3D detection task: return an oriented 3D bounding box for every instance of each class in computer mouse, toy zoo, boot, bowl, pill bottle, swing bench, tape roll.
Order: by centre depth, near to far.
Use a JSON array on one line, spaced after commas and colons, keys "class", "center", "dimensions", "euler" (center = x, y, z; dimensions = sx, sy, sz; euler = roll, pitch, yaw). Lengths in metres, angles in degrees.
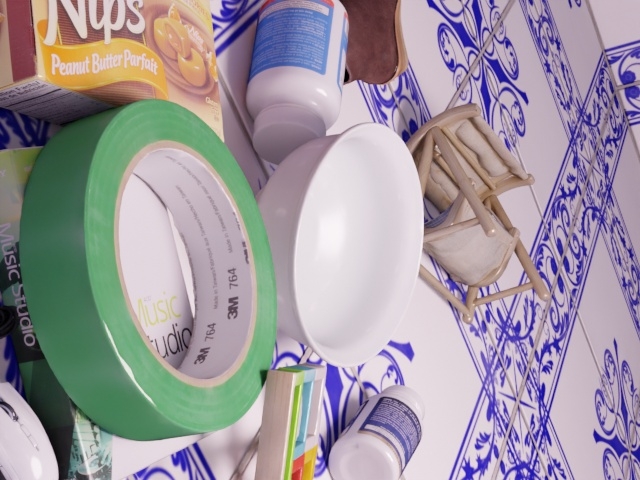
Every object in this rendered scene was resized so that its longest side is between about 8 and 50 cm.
[{"class": "computer mouse", "center": [-0.268, 0.159, 1.096], "dimensions": [0.106, 0.042, 0.193], "euler": [-46, 119, -60]}, {"class": "tape roll", "center": [-0.154, 0.029, 1.218], "dimensions": [0.321, 0.077, 0.321], "euler": [38, 45, -52]}, {"class": "toy zoo", "center": [-0.031, 0.234, 1.406], "dimensions": [0.293, 0.030, 0.192], "euler": [31, 66, -81]}, {"class": "bowl", "center": [0.000, 0.000, 1.549], "dimensions": [0.298, 0.134, 0.298], "euler": [-15, 108, -55]}, {"class": "pill bottle", "center": [-0.032, -0.210, 1.637], "dimensions": [0.124, 0.124, 0.222], "euler": [48, 38, -44]}, {"class": "pill bottle", "center": [0.082, 0.259, 1.673], "dimensions": [0.169, 0.094, 0.094], "euler": [-46, 119, -59]}, {"class": "boot", "center": [0.048, -0.352, 1.898], "dimensions": [0.207, 0.090, 0.249], "euler": [-17, 88, -59]}, {"class": "swing bench", "center": [0.243, -0.042, 2.060], "dimensions": [0.253, 0.165, 0.255], "euler": [42, 37, -48]}]

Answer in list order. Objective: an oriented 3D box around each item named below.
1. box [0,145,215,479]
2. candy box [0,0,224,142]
[{"class": "box", "center": [-0.211, 0.063, 1.236], "dimensions": [0.232, 0.058, 0.322], "euler": [-17, 92, -64]}, {"class": "candy box", "center": [-0.224, -0.206, 1.300], "dimensions": [0.316, 0.087, 0.183], "euler": [15, 65, -60]}]
